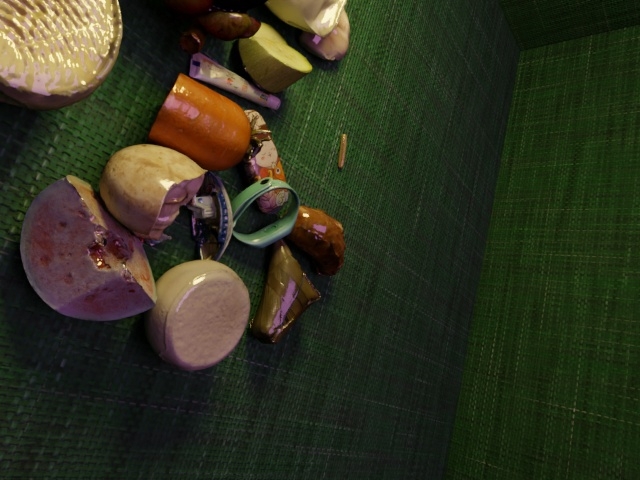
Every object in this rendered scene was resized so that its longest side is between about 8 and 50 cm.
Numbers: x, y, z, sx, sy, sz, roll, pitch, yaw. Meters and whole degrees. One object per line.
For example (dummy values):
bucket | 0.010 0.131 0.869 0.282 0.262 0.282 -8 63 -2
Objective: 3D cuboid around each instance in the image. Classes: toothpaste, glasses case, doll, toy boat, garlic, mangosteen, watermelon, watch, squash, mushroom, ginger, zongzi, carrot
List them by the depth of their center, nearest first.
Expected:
watermelon | -0.509 0.031 1.029 0.188 0.175 0.322 -23 101 -3
mushroom | -0.400 -0.118 1.075 0.189 0.195 0.254 37 28 -1
mangosteen | -0.243 -0.683 1.134 0.382 0.382 0.435 -24 120 -47
doll | -0.429 -0.013 1.183 0.114 0.039 0.057 2 56 -39
carrot | -0.292 -0.284 1.216 0.331 0.214 0.193 20 98 -41
toy boat | -0.308 -0.056 1.259 0.115 0.114 0.262 -26 114 -57
toothpaste | -0.243 -0.455 1.376 0.314 0.058 0.056 13 122 -46
watch | -0.172 -0.075 1.395 0.237 0.068 0.195 -29 131 -12
squash | -0.142 -0.562 1.409 0.220 0.133 0.220 28 50 -38
glasses case | -0.186 -0.233 1.425 0.122 0.082 0.321 -38 121 -36
zongzi | -0.156 0.143 1.462 0.260 0.123 0.289 -44 113 -36
ginger | 0.000 0.000 1.595 0.321 0.172 0.165 52 16 -36
garlic | 0.036 -0.739 1.653 0.228 0.110 0.217 17 75 -48

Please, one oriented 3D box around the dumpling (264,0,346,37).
dumpling | -0.068 -0.831 1.410 0.395 0.233 0.316 32 82 -31

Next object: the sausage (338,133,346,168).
sausage | 0.083 -0.339 1.785 0.024 0.024 0.132 13 81 -49

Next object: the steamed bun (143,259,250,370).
steamed bun | -0.325 0.180 1.204 0.283 0.177 0.283 -21 117 -47

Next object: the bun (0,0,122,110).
bun | -0.572 -0.415 0.869 0.364 0.202 0.364 0 90 -44
